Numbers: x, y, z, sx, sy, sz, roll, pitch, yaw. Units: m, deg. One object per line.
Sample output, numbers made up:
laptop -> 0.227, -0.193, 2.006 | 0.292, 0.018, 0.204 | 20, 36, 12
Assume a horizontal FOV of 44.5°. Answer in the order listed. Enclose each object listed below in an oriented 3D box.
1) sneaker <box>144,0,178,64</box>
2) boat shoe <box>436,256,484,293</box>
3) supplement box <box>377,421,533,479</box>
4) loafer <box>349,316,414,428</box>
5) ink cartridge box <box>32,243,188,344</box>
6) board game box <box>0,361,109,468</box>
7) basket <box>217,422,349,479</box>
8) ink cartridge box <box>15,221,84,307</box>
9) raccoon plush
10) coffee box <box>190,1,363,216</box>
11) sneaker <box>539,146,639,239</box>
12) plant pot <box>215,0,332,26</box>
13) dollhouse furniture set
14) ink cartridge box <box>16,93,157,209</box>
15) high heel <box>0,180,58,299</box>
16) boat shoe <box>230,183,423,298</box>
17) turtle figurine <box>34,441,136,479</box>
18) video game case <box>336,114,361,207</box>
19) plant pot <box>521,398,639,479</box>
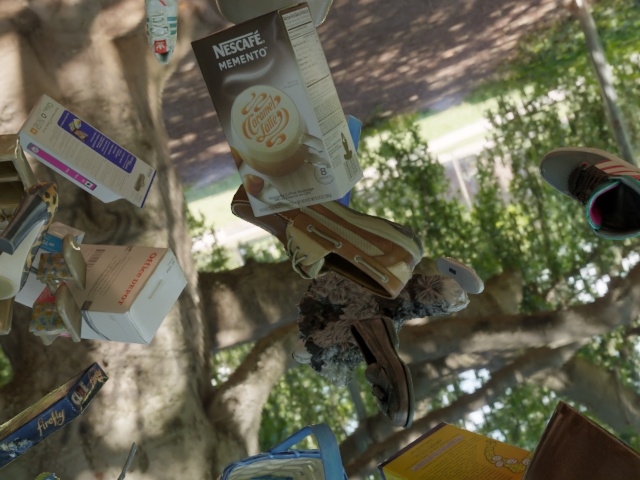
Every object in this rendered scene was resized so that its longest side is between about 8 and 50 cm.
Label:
sneaker -> -0.281, -0.378, 1.392 | 0.057, 0.075, 0.161 | -1, 159, -8
boat shoe -> 0.224, 0.051, 1.215 | 0.035, 0.035, 0.100 | -10, -155, -30
supplement box -> 0.307, 0.521, 1.554 | 0.195, 0.194, 0.356 | -27, -169, -23
loafer -> 0.108, 0.241, 1.443 | 0.084, 0.096, 0.267 | 5, -149, -10
ink cartridge box -> -0.480, 0.121, 1.797 | 0.283, 0.117, 0.207 | 2, -135, 27
board game box -> -0.503, 0.321, 1.380 | 0.243, 0.042, 0.165 | -34, -171, 8
basket -> -0.032, 0.379, 1.004 | 0.201, 0.255, 0.289 | -2, 162, -24
ink cartridge box -> -0.664, 0.062, 1.923 | 0.082, 0.191, 0.139 | 24, -172, -5
raccoon plush -> 0.138, 0.236, 1.862 | 0.446, 0.216, 0.299 | 1, 149, 19
coffee box -> -0.054, -0.171, 1.036 | 0.141, 0.247, 0.098 | -12, -163, 28
sneaker -> 0.518, -0.089, 1.462 | 0.295, 0.124, 0.178 | 26, -153, 34
plant pot -> -0.068, -0.505, 1.268 | 0.323, 0.323, 0.280 | -20, 137, -28
dollhouse furniture set -> -0.702, 0.009, 1.639 | 0.362, 0.394, 0.256 | -5, 144, -2
ink cartridge box -> -0.629, -0.227, 2.118 | 0.069, 0.371, 0.176 | -40, -152, 35
high heel -> -0.583, 0.004, 1.537 | 0.261, 0.093, 0.186 | -50, -166, 47
boat shoe -> 0.000, 0.000, 1.265 | 0.324, 0.120, 0.122 | 19, 158, 11
turtle figurine -> -0.438, 0.565, 1.513 | 0.274, 0.266, 0.197 | -12, -179, -31
video game case -> -0.030, -0.167, 1.937 | 0.244, 0.270, 0.061 | -1, 164, 40
plant pot -> 0.290, 0.332, 0.852 | 0.230, 0.215, 0.215 | -55, 180, 1
